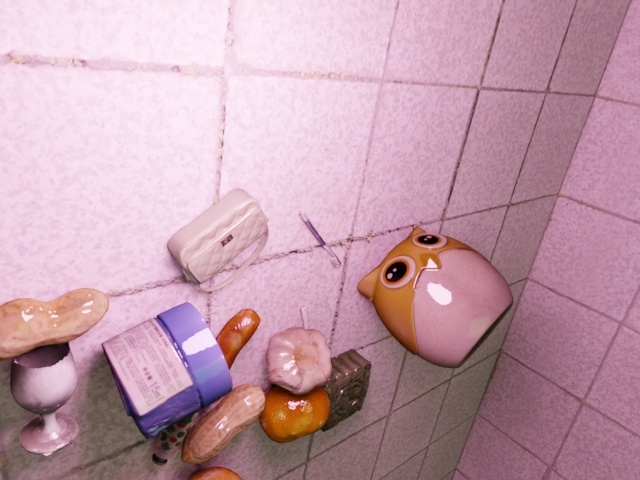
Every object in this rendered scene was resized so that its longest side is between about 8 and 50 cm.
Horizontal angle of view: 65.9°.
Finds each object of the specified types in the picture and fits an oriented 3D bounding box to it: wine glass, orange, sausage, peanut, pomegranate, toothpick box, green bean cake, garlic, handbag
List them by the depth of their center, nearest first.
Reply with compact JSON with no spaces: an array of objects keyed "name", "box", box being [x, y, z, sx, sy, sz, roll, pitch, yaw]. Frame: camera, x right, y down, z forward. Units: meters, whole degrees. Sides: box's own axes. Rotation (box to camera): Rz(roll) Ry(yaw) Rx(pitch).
[{"name":"peanut","box":[-0.553,0.163,0.987,0.263,0.101,0.117,-10,147,-41]},{"name":"wine glass","box":[-0.580,0.326,1.046,0.127,0.126,0.241,-11,123,-40]},{"name":"handbag","box":[-0.232,0.014,1.231,0.256,0.079,0.219,-41,140,-16]},{"name":"sausage","box":[-0.268,0.325,1.387,0.103,0.076,0.302,14,105,-56]},{"name":"peanut","box":[-0.291,0.547,1.473,0.298,0.120,0.136,-39,156,-15]},{"name":"pomegranate","box":[-0.327,0.824,1.522,0.248,0.248,0.248,-24,129,-33]},{"name":"garlic","box":[-0.085,0.385,1.556,0.219,0.218,0.212,-27,169,-31]},{"name":"orange","box":[-0.083,0.545,1.595,0.238,0.179,0.158,-11,151,-11]},{"name":"toothpick box","box":[0.385,0.180,1.671,0.409,0.425,0.408,-39,153,-24]},{"name":"green bean cake","box":[0.068,0.549,1.819,0.255,0.132,0.240,-13,119,-39]}]

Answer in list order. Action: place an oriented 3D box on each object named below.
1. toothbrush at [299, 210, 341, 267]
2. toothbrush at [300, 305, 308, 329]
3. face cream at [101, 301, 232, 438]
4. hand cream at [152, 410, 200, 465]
[{"name":"toothbrush","box":[0.000,0.000,1.487,0.026,0.024,0.288,-38,138,-2]},{"name":"toothbrush","box":[-0.048,0.318,1.639,0.022,0.026,0.262,-27,127,-31]},{"name":"face cream","box":[-0.360,0.298,1.153,0.225,0.249,0.248,-24,129,-26]},{"name":"hand cream","box":[-0.393,0.503,1.376,0.275,0.095,0.059,-62,173,9]}]
